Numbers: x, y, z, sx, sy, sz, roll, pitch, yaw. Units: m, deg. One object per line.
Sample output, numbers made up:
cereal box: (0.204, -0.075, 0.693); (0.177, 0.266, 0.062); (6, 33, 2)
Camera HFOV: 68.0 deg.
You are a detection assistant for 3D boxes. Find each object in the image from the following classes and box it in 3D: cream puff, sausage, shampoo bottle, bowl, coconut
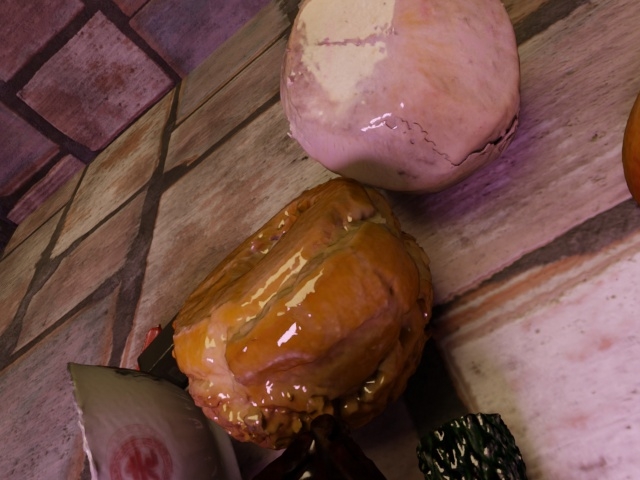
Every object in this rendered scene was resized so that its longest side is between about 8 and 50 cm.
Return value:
cream puff: (0.002, 0.088, 0.552); (0.327, 0.231, 0.343); (-45, 16, -23)
sausage: (-0.339, 0.226, 0.946); (0.048, 0.050, 0.145); (-24, 39, 20)
shampoo bottle: (-0.217, 0.157, 0.861); (0.246, 0.080, 0.079); (-48, 36, -3)
bowl: (-0.195, 0.291, 0.593); (0.157, 0.337, 0.337); (-14, 23, -29)
coconut: (0.122, -0.226, 0.703); (0.352, 0.352, 0.353); (-27, 39, 25)

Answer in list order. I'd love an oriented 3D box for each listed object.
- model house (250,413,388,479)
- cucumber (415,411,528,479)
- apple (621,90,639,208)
model house: (-0.043, 0.261, 0.330); (0.297, 0.317, 0.282); (-9, 18, 23)
cucumber: (0.151, 0.305, 0.322); (0.096, 0.096, 0.359); (-32, 38, 20)
apple: (0.438, -0.097, 0.404); (0.179, 0.254, 0.346); (-11, 26, -27)
